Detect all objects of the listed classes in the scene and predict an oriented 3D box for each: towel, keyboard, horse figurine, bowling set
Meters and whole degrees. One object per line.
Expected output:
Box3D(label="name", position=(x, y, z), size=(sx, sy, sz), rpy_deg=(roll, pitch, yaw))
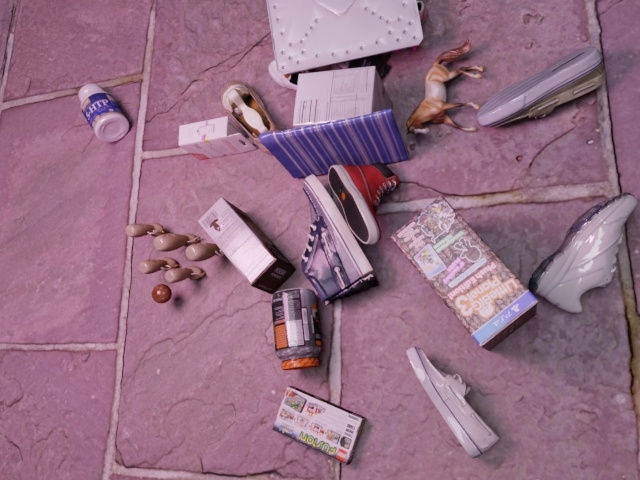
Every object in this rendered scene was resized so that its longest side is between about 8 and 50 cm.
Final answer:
Box3D(label="towel", position=(0.040, -0.240, 1.357), size=(0.335, 0.243, 0.040), rpy_deg=(-7, 71, 18))
Box3D(label="keyboard", position=(0.132, -0.472, 1.489), size=(0.108, 0.023, 0.180), rpy_deg=(21, 91, 2))
Box3D(label="horse figurine", position=(0.323, -0.384, 1.387), size=(0.174, 0.066, 0.263), rpy_deg=(7, 81, 16))
Box3D(label="bowling set", position=(-0.417, 0.066, 1.522), size=(0.287, 0.154, 0.200), rpy_deg=(21, 103, 22))

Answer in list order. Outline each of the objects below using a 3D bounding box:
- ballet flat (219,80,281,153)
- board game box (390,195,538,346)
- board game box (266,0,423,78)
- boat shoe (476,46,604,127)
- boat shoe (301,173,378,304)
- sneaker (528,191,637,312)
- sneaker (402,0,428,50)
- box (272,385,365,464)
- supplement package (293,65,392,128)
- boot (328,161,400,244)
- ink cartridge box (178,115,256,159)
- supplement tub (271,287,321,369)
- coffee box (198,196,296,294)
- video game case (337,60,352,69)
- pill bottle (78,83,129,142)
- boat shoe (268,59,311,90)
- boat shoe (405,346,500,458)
Box3D(label="ballet flat", position=(-0.213, -0.382, 1.562), size=(0.107, 0.106, 0.316), rpy_deg=(-44, 66, 5))
Box3D(label="board game box", position=(0.317, 0.079, 1.176), size=(0.141, 0.232, 0.291), rpy_deg=(-40, 66, 8))
Box3D(label="board game box", position=(0.050, -0.658, 1.451), size=(0.389, 0.050, 0.390), rpy_deg=(-10, 81, 8))
Box3D(label="boat shoe", position=(0.525, -0.341, 1.281), size=(0.302, 0.094, 0.109), rpy_deg=(-27, 23, 19))
Box3D(label="boat shoe", position=(0.000, 0.000, 1.369), size=(0.158, 0.127, 0.341), rpy_deg=(-30, 68, 3))
Box3D(label="sneaker", position=(0.589, 0.027, 1.174), size=(0.129, 0.111, 0.297), rpy_deg=(39, 95, 9))
Box3D(label="sneaker", position=(0.243, -0.590, 1.467), size=(0.051, 0.070, 0.134), rpy_deg=(33, 90, 21))
Box3D(label="box", position=(-0.006, 0.444, 1.307), size=(0.207, 0.036, 0.114), rpy_deg=(17, 83, 23))
Box3D(label="supplement package", position=(0.063, -0.329, 1.397), size=(0.203, 0.194, 0.149), rpy_deg=(1, 76, 20))
Box3D(label="boot", position=(0.141, -0.101, 1.329), size=(0.176, 0.088, 0.244), rpy_deg=(-7, 53, -21))
Box3D(label="ink cartridge box", position=(-0.296, -0.298, 1.567), size=(0.198, 0.115, 0.067), rpy_deg=(-6, 74, 18))
Box3D(label="supplement tub", position=(-0.059, 0.221, 1.341), size=(0.117, 0.117, 0.191), rpy_deg=(-12, 73, 17))
Box3D(label="coffee box", position=(-0.195, 0.015, 1.434), size=(0.098, 0.141, 0.246), rpy_deg=(-45, 67, 4))
Box3D(label="video game case", position=(0.082, -0.607, 1.504), size=(0.206, 0.026, 0.227), rpy_deg=(36, 91, -4))
Box3D(label="pill bottle", position=(-0.712, -0.420, 1.756), size=(0.112, 0.112, 0.187), rpy_deg=(-41, 66, 6))
Box3D(label="boat shoe", position=(-0.069, -0.477, 1.550), size=(0.226, 0.076, 0.083), rpy_deg=(32, 89, 25))
Box3D(label="boat shoe", position=(0.291, 0.341, 1.193), size=(0.088, 0.096, 0.268), rpy_deg=(-35, 68, 5))
